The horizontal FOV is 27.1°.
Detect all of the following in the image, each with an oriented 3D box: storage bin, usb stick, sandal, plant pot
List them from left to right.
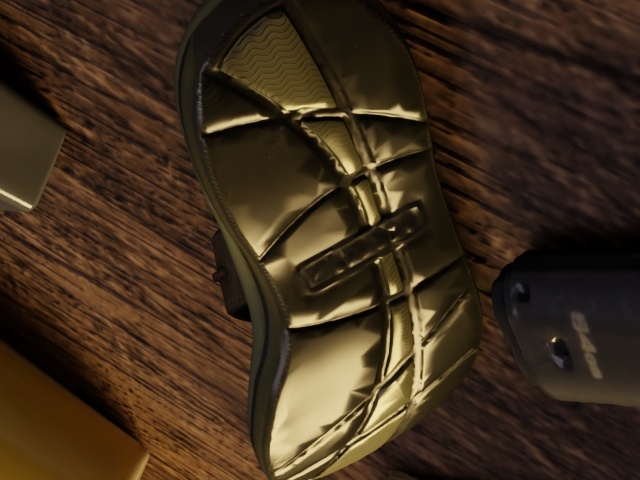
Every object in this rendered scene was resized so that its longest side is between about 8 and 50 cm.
[{"bbox_3d":[-0.213,-0.065,0.756,0.135,0.098,0.091,3,158,44],"label":"storage bin"},{"bbox_3d":[-0.264,0.175,0.950,0.239,0.254,0.254,26,146,-1],"label":"plant pot"},{"bbox_3d":[0.001,-0.002,0.599,0.086,0.120,0.302,51,158,44],"label":"sandal"},{"bbox_3d":[0.183,0.034,0.485,0.278,0.045,0.077,-1,128,47],"label":"usb stick"}]

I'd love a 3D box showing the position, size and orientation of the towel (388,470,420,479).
[{"bbox_3d":[0.194,0.276,0.742,0.317,0.053,0.331,5,131,44],"label":"towel"}]
